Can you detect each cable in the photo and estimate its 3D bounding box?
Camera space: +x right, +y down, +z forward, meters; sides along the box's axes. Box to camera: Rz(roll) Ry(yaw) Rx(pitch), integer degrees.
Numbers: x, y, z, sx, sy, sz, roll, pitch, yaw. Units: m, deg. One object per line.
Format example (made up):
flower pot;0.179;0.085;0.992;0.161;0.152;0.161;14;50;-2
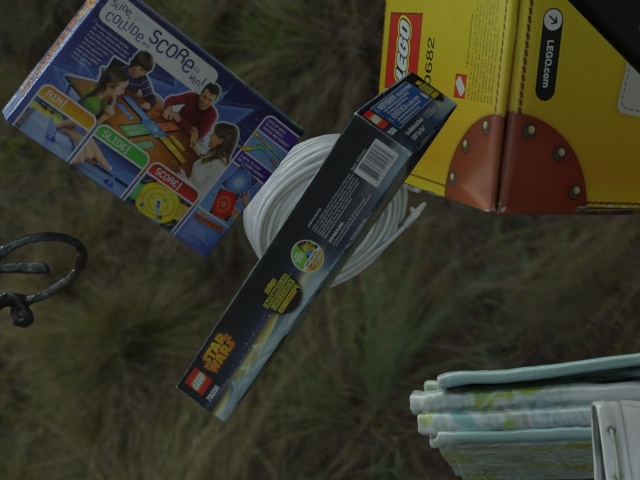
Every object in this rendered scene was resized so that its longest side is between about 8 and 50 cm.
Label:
cable;0.009;-0.045;1.705;0.257;0.257;0.089;-48;44;9

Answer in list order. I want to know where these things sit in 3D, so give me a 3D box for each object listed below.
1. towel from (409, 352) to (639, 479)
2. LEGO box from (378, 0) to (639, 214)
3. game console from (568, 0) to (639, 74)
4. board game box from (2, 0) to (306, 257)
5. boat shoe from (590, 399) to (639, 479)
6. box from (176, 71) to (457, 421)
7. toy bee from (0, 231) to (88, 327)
towel;0.303;0.196;1.213;0.375;0.320;0.090;-4;71;12
LEGO box;0.256;-0.270;0.749;0.193;0.373;0.500;-151;64;-66
game console;0.135;-0.083;0.293;0.122;0.071;0.107;49;136;11
board game box;-0.128;-0.094;0.891;0.136;0.201;0.035;-51;29;3
boat shoe;0.231;0.233;0.857;0.076;0.083;0.226;7;68;3
box;0.000;0.000;0.455;0.027;0.094;0.137;36;113;4
toy bee;-0.227;0.113;0.413;0.298;0.195;0.162;-25;69;9
